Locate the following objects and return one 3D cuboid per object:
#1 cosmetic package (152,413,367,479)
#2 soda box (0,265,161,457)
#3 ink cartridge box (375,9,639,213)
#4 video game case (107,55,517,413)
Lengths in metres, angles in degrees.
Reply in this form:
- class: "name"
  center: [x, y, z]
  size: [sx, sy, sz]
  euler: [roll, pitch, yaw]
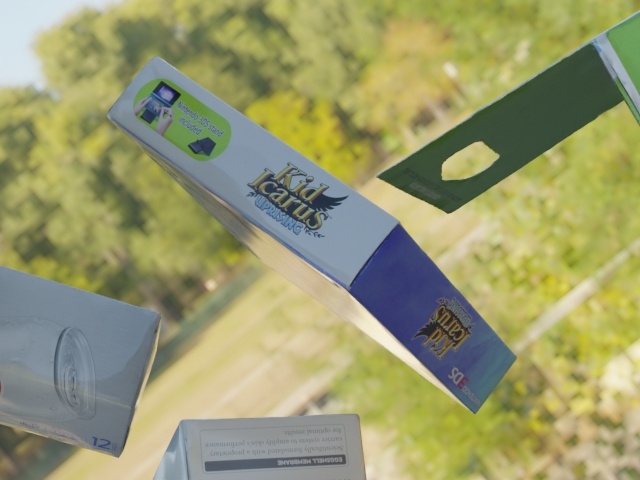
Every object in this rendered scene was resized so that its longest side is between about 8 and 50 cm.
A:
- class: "cosmetic package"
  center: [-0.044, 0.267, 1.452]
  size: [0.138, 0.225, 0.224]
  euler: [-1, -21, -13]
- class: "soda box"
  center: [-0.279, 0.078, 1.581]
  size: [0.091, 0.286, 0.098]
  euler: [110, 177, -55]
- class: "ink cartridge box"
  center: [0.179, -0.053, 1.049]
  size: [0.255, 0.097, 0.189]
  euler: [-32, -12, 11]
- class: "video game case"
  center: [0.000, 0.000, 1.424]
  size: [0.061, 0.244, 0.269]
  euler: [-51, -31, -4]
